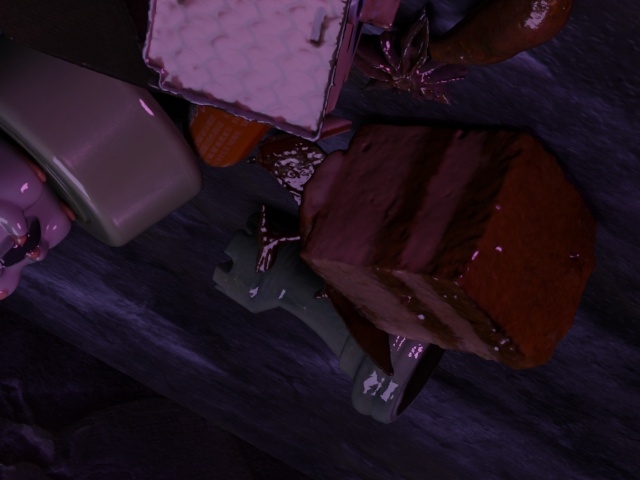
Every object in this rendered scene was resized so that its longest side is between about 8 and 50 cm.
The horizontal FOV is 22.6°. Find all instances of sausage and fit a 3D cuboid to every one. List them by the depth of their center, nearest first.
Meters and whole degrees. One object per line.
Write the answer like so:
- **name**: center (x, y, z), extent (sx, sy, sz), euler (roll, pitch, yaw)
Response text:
- **sausage**: center (-0.090, -0.147, 1.712), extent (0.093, 0.093, 0.312), euler (29, 161, -7)

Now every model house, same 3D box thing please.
- **model house**: center (-0.008, -0.188, 1.084), extent (0.169, 0.244, 0.326), euler (21, 157, 6)

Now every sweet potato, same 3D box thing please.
- **sweet potato**: center (0.165, -0.195, 1.320), extent (0.078, 0.058, 0.255), euler (47, 156, 2)

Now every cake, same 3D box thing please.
- **cake**: center (0.115, 0.002, 1.676), extent (0.293, 0.196, 0.199), euler (7, 155, 40)

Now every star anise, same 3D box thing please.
- **star anise**: center (0.088, -0.162, 1.500), extent (0.124, 0.056, 0.129), euler (-18, 140, 35)

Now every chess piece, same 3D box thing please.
- **chess piece**: center (0.014, 0.085, 2.073), extent (0.299, 0.194, 0.194), euler (31, 162, 13)

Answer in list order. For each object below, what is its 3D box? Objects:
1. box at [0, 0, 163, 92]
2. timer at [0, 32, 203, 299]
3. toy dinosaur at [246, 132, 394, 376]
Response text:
- **box**: center (-0.219, -0.277, 1.465), extent (0.184, 0.143, 0.273), euler (20, 160, 17)
- **timer**: center (-0.336, -0.061, 1.800), extent (0.291, 0.315, 0.291), euler (42, 166, 12)
- **toy dinosaur**: center (0.006, -0.006, 1.865), extent (0.206, 0.113, 0.327), euler (9, 131, 5)
